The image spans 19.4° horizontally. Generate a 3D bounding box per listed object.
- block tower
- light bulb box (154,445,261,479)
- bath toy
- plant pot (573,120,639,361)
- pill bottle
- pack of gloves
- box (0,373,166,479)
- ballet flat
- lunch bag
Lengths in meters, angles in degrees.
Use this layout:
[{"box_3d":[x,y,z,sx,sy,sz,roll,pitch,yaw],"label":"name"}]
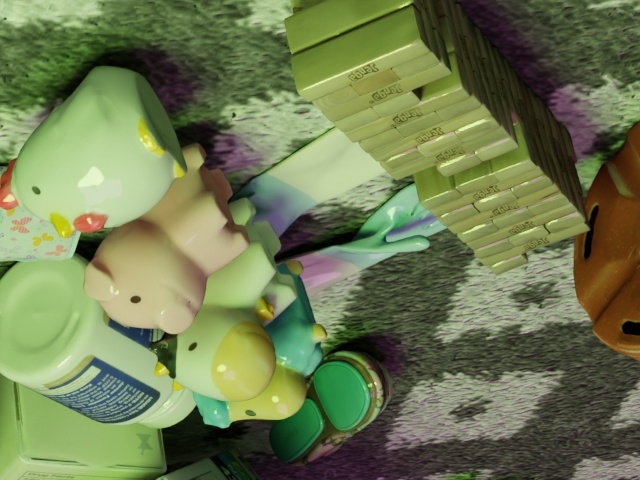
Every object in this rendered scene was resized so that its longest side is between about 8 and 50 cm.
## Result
[{"box_3d":[0.093,-0.086,1.319,0.097,0.091,0.335,-20,151,18],"label":"block tower"},{"box_3d":[-0.178,0.386,1.710,0.358,0.225,0.361,-37,174,5],"label":"light bulb box"},{"box_3d":[-0.112,0.016,1.348,0.129,0.151,0.348,-25,142,9],"label":"bath toy"},{"box_3d":[0.359,0.024,1.461,0.265,0.272,0.272,18,141,-29],"label":"plant pot"},{"box_3d":[-0.176,0.088,1.518,0.112,0.112,0.186,-22,149,20],"label":"pill bottle"},{"box_3d":[0.000,0.000,1.491,0.232,0.046,0.195,-28,148,29],"label":"pack of gloves"},{"box_3d":[-0.279,0.213,1.697,0.148,0.121,0.311,11,145,-34],"label":"box"},{"box_3d":[0.023,0.152,1.760,0.079,0.077,0.221,-16,162,-30],"label":"ballet flat"},{"box_3d":[-0.216,-0.015,1.380,0.071,0.053,0.083,-1,140,-22],"label":"lunch bag"}]
